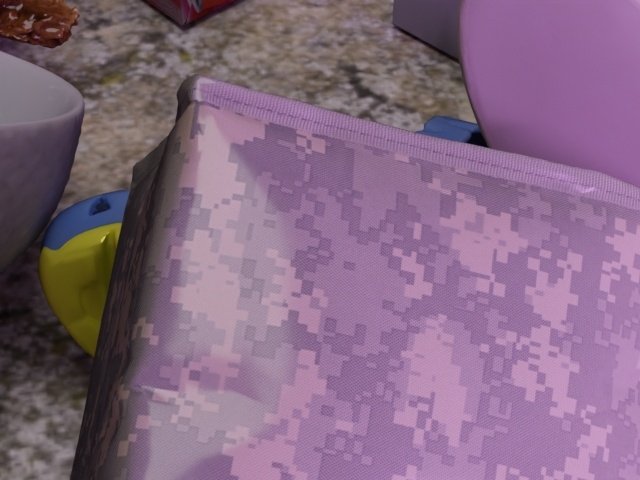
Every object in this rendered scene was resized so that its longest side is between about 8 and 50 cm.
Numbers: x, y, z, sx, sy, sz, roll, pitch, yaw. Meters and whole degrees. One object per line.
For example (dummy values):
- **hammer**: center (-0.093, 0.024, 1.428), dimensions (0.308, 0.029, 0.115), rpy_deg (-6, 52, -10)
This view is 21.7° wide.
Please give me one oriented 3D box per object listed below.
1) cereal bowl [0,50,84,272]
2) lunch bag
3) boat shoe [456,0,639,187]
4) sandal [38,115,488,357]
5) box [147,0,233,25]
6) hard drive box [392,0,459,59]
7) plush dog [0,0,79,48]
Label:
- **cereal bowl**: center (-0.301, -0.043, 0.891), dimensions (0.338, 0.141, 0.339), rpy_deg (12, 13, -3)
- **lunch bag**: center (0.042, 0.082, 0.751), dimensions (0.287, 0.169, 0.235), rpy_deg (13, 71, -13)
- **boat shoe**: center (0.203, -0.046, 0.880), dimensions (0.127, 0.340, 0.158), rpy_deg (-23, 22, 36)
- **sandal**: center (0.000, 0.000, 0.930), dimensions (0.317, 0.126, 0.138), rpy_deg (-2, 40, -17)
- **box**: center (-0.131, -0.281, 1.202), dimensions (0.128, 0.123, 0.257), rpy_deg (-31, 53, -30)
- **hard drive box**: center (0.192, -0.196, 1.153), dimensions (0.181, 0.089, 0.232), rpy_deg (32, 51, 28)
- **plush dog**: center (-0.237, -0.253, 1.050), dimensions (0.210, 0.225, 0.262), rpy_deg (14, 9, 5)
